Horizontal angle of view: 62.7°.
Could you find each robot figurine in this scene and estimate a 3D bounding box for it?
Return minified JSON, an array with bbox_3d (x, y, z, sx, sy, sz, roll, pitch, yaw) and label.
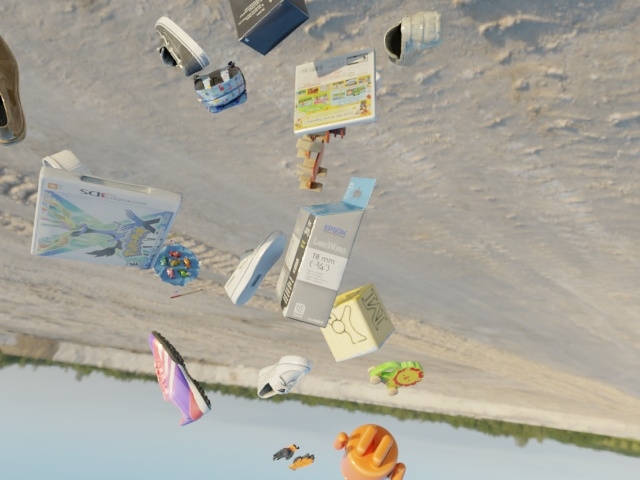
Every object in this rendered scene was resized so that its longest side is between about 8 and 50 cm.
[{"bbox_3d":[0.117,0.529,1.270,0.157,0.128,0.220,-1,140,-8],"label":"robot figurine"}]

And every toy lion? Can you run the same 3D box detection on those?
[{"bbox_3d":[0.164,0.280,1.100,0.096,0.034,0.100,-37,125,21],"label":"toy lion"}]

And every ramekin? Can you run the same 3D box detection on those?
[{"bbox_3d":[-1.020,-0.271,2.148,0.207,0.109,0.207,34,149,24],"label":"ramekin"}]

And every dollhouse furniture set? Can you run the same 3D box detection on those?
[{"bbox_3d":[0.005,-0.345,2.000,0.135,0.259,0.262,12,152,7],"label":"dollhouse furniture set"}]

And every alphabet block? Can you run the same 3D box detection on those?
[{"bbox_3d":[0.126,0.296,1.908,0.192,0.197,0.193,-24,-177,29],"label":"alphabet block"}]

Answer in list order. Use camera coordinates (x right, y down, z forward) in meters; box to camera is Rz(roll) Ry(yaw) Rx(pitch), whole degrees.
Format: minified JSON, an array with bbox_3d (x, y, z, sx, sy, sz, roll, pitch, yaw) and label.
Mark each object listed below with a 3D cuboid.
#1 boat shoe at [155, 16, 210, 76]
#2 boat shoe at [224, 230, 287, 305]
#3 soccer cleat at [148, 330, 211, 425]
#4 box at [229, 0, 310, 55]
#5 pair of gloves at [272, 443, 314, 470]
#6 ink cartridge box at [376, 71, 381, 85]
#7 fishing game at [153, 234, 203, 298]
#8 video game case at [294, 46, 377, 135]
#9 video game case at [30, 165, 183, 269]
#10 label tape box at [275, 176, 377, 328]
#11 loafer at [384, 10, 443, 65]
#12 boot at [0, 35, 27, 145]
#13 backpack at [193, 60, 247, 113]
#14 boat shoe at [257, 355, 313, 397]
[{"bbox_3d":[-0.439,-0.572,1.575,0.301,0.102,0.108,45,173,34],"label":"boat shoe"},{"bbox_3d":[-0.199,0.068,1.561,0.088,0.268,0.096,43,-156,25],"label":"boat shoe"},{"bbox_3d":[-0.476,0.439,1.683,0.116,0.318,0.108,-33,180,-13],"label":"soccer cleat"},{"bbox_3d":[-0.126,-0.560,1.251,0.155,0.159,0.093,-29,154,31],"label":"box"},{"bbox_3d":[-0.058,0.472,1.140,0.074,0.010,0.083,-38,119,26],"label":"pair of gloves"},{"bbox_3d":[0.110,-0.494,1.777,0.082,0.190,0.139,47,-175,4],"label":"ink cartridge box"},{"bbox_3d":[-0.557,0.093,2.059,0.189,0.264,0.041,-11,158,-37],"label":"fishing game"},{"bbox_3d":[0.037,-0.390,1.385,0.226,0.207,0.026,-6,162,22],"label":"video game case"},{"bbox_3d":[-0.523,-0.038,1.273,0.299,0.036,0.329,10,144,-26],"label":"video game case"},{"bbox_3d":[0.000,0.000,1.202,0.105,0.334,0.240,17,-176,-12],"label":"label tape box"},{"bbox_3d":[0.213,-0.509,1.330,0.111,0.112,0.319,-3,-173,-6],"label":"loafer"},{"bbox_3d":[-0.733,-0.373,1.165,0.112,0.306,0.115,-19,177,-20],"label":"boot"},{"bbox_3d":[-0.298,-0.454,1.586,0.158,0.173,0.117,-23,119,-3],"label":"backpack"},{"bbox_3d":[-0.105,0.404,1.528,0.095,0.084,0.258,23,144,-19],"label":"boat shoe"}]
